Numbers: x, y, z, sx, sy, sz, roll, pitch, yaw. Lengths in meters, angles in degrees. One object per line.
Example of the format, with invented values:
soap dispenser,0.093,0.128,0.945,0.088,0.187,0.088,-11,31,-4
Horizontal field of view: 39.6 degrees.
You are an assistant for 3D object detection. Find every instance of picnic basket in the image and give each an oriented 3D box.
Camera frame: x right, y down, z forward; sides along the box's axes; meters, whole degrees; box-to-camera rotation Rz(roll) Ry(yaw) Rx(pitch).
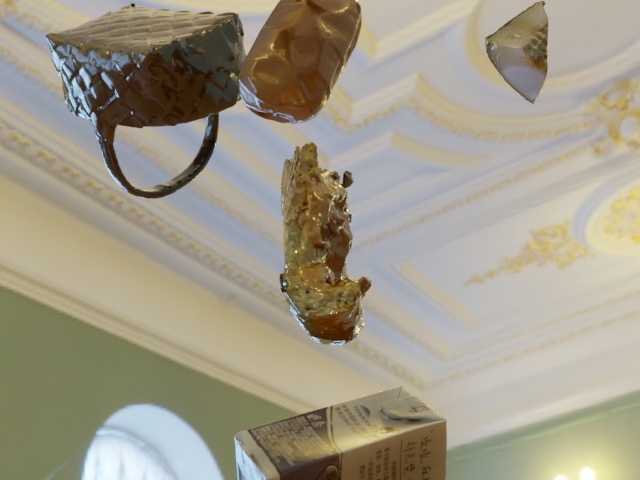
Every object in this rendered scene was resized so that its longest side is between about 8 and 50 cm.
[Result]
picnic basket,-0.279,-0.232,1.559,0.293,0.337,0.337,-37,-8,-43

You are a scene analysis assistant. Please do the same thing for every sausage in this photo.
sausage,-0.025,-0.273,1.281,0.136,0.241,0.120,16,-25,12

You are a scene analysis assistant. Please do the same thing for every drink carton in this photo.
drink carton,0.027,0.262,0.985,0.222,0.102,0.134,-12,-70,-23

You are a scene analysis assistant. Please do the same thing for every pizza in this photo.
pizza,0.000,0.000,0.835,0.074,0.182,0.365,-4,5,-1

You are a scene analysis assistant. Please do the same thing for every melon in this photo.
melon,0.377,-0.369,1.678,0.140,0.202,0.093,9,-12,-10
